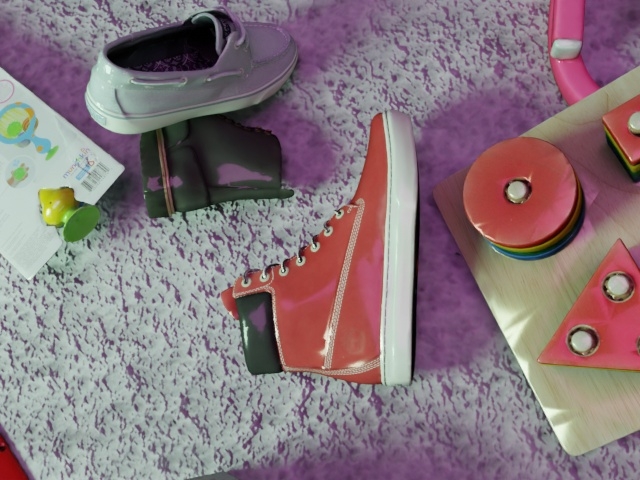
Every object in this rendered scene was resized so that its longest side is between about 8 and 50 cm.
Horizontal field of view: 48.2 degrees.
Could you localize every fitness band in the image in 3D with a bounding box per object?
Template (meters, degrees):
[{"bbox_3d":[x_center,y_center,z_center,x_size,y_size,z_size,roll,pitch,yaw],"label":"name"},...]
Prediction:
[{"bbox_3d":[0.321,-0.228,0.654,0.209,0.054,0.290,8,79,11],"label":"fitness band"}]

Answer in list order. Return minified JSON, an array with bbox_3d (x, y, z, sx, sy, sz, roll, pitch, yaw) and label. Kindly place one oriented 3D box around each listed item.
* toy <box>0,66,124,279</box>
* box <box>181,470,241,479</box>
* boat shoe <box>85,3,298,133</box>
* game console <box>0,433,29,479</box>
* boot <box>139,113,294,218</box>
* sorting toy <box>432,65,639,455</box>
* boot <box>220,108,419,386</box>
[{"bbox_3d":[-0.308,-0.076,0.718,0.237,0.056,0.137,37,85,23],"label":"toy"},{"bbox_3d":[-0.040,0.260,0.551,0.170,0.130,0.091,22,80,14],"label":"box"},{"bbox_3d":[-0.100,-0.164,0.642,0.227,0.081,0.079,-29,72,-36],"label":"boat shoe"},{"bbox_3d":[-0.363,0.227,0.675,0.144,0.085,0.124,49,119,17],"label":"game console"},{"bbox_3d":[-0.105,-0.116,0.700,0.137,0.077,0.197,-5,71,-9],"label":"boot"},{"bbox_3d":[0.242,-0.003,0.550,0.255,0.089,0.257,-30,68,16],"label":"sorting toy"},{"bbox_3d":[0.000,0.000,0.636,0.176,0.088,0.244,3,80,12],"label":"boot"}]
